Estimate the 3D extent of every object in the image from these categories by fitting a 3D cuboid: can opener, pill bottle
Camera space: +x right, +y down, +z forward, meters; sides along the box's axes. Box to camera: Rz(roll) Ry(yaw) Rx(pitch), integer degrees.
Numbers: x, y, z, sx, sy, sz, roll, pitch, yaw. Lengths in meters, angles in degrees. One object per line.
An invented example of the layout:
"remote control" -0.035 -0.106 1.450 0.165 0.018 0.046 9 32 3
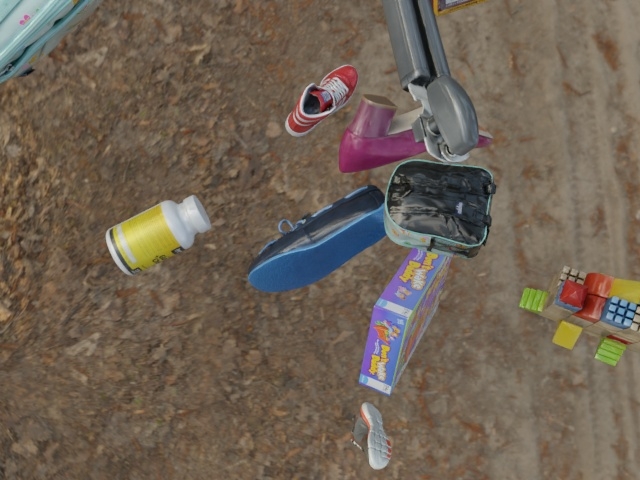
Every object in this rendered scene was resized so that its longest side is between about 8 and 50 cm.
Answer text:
"can opener" 0.154 -0.236 0.945 0.076 0.095 0.283 2 69 -34
"pill bottle" -0.310 -0.015 1.370 0.184 0.103 0.103 -26 93 2

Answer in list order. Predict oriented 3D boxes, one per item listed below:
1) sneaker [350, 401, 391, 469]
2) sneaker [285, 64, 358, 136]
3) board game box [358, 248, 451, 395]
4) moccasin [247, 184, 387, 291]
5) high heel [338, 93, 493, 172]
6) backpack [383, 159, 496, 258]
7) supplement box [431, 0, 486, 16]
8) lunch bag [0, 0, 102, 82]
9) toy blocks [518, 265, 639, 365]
"sneaker" 0.092 0.390 1.381 0.061 0.065 0.158 39 21 -21
"sneaker" 0.010 -0.172 0.830 0.042 0.067 0.118 44 71 -4
"board game box" 0.205 0.154 1.637 0.078 0.233 0.347 21 38 17
"moccasin" 0.000 0.000 1.506 0.137 0.342 0.116 52 19 -44
"high heel" 0.220 -0.220 1.645 0.377 0.127 0.181 9 120 -24
"backpack" 0.207 -0.057 1.296 0.188 0.144 0.165 12 72 0
"supplement box" 0.189 -0.443 1.117 0.104 0.080 0.188 -19 48 -8
"lunch bag" -0.370 -0.321 0.936 0.279 0.224 0.108 -41 112 11
"toy blocks" 0.635 0.151 1.492 0.381 0.261 0.190 21 81 11
